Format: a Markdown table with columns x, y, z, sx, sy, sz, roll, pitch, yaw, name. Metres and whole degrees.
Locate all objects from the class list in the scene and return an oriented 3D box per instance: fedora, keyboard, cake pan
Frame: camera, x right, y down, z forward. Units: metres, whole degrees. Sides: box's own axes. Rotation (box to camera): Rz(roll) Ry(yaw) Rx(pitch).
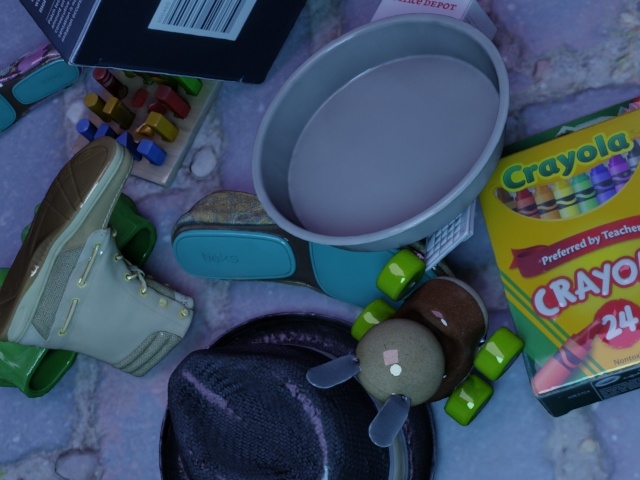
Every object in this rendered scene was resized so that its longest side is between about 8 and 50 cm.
| x | y | z | sx | sy | sz | roll | pitch | yaw | name |
| --- | --- | --- | --- | --- | --- | --- | --- | --- | --- |
| -0.051 | 0.203 | 1.328 | 0.334 | 0.152 | 0.334 | -9 | 65 | 19 | fedora |
| 0.143 | -0.072 | 1.366 | 0.072 | 0.014 | 0.256 | -38 | 25 | 36 | keyboard |
| 0.067 | -0.110 | 1.341 | 0.293 | 0.054 | 0.293 | -15 | 53 | 21 | cake pan |

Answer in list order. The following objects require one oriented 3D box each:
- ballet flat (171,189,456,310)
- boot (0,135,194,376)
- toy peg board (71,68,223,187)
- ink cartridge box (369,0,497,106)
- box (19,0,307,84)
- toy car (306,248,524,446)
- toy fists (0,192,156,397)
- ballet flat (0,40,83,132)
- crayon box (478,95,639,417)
| x | y | z | sx | sy | sz | roll | pitch | yaw | name |
| --- | --- | --- | --- | --- | --- | --- | --- | --- | --- |
| 0.000 | 0.000 | 1.428 | 0.349 | 0.123 | 0.123 | 7 | 71 | 24 | ballet flat |
| -0.223 | 0.026 | 1.427 | 0.262 | 0.203 | 0.095 | -60 | 32 | 12 | boot |
| -0.236 | -0.172 | 1.615 | 0.161 | 0.079 | 0.160 | 19 | 77 | 29 | toy peg board |
| 0.105 | -0.200 | 1.470 | 0.127 | 0.072 | 0.175 | 20 | 77 | 42 | ink cartridge box |
| -0.235 | -0.394 | 1.551 | 0.395 | 0.294 | 0.212 | 51 | 123 | 32 | box |
| 0.076 | 0.126 | 1.237 | 0.155 | 0.149 | 0.188 | 39 | 43 | 16 | toy car |
| -0.324 | 0.053 | 1.549 | 0.142 | 0.096 | 0.279 | 31 | 81 | 23 | toy fists |
| -0.421 | -0.204 | 1.721 | 0.222 | 0.077 | 0.079 | -30 | 41 | 4 | ballet flat |
| 0.281 | -0.002 | 1.315 | 0.202 | 0.081 | 0.318 | -21 | 61 | 15 | crayon box |
